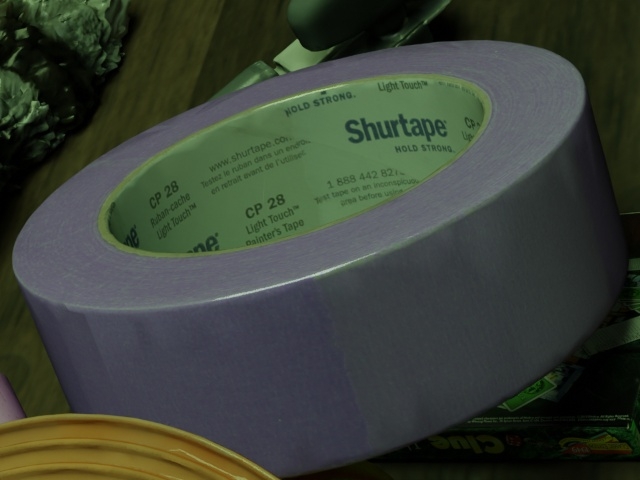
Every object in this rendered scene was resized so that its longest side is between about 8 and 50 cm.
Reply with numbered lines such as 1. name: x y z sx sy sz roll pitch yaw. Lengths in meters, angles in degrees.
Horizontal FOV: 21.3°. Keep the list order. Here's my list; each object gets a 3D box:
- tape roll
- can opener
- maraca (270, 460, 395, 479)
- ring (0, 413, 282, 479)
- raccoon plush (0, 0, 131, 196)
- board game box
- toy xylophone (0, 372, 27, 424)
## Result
1. tape roll: 0.000 0.000 0.797 0.275 0.090 0.275 -15 22 6
2. can opener: -0.037 -0.085 1.014 0.280 0.093 0.074 -44 40 -6
3. maraca: -0.033 0.142 0.752 0.186 0.099 0.127 -8 10 40
4. ring: -0.096 0.229 0.598 0.337 0.032 0.336 -8 71 23
5. raccoon plush: -0.339 -0.104 1.066 0.216 0.299 0.446 -3 46 33
6. board game box: 0.050 0.049 0.853 0.260 0.030 0.136 -4 49 32
7. toy xylophone: -0.189 0.221 0.729 0.322 0.081 0.236 -55 42 5
